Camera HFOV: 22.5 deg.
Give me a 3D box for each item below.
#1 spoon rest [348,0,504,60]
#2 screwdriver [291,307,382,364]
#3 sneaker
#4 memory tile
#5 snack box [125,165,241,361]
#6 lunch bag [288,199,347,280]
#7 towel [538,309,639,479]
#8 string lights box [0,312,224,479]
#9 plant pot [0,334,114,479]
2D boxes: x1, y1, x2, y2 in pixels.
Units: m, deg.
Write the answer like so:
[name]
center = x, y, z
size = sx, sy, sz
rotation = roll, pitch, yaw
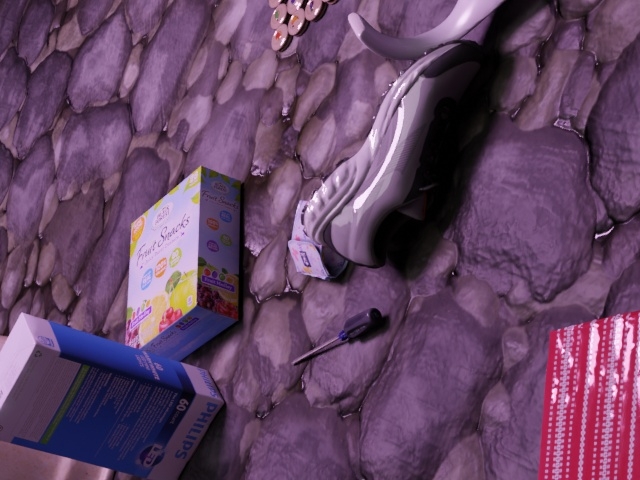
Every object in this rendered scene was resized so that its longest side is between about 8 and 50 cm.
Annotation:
[spoon rest]
center = 0.163, -0.279, 1.680
size = 0.276, 0.084, 0.137
rotation = -35, 33, 11
[screwdriver]
center = 0.016, 0.111, 1.770
size = 0.170, 0.025, 0.024
rotation = -39, 43, 52
[sneaker]
center = 0.096, -0.090, 1.703
size = 0.108, 0.100, 0.271
rotation = 37, 99, 23
[memory tile]
center = -0.020, -0.317, 2.066
size = 0.148, 0.012, 0.113
rotation = -37, 44, 40
[snack box]
center = -0.175, 0.037, 2.046
size = 0.174, 0.070, 0.207
rotation = -36, 43, 42
[lunch bag]
center = 0.000, 0.000, 1.819
size = 0.071, 0.053, 0.083
rotation = 14, 93, 59
[towel]
center = 0.281, 0.150, 1.327
size = 0.275, 0.031, 0.199
rotation = -17, 61, 54
[string lights box]
center = -0.259, 0.192, 1.904
size = 0.133, 0.259, 0.077
rotation = -59, 34, 15
[plant pot]
center = -0.477, 0.248, 2.161
size = 0.334, 0.305, 0.334
rotation = -34, 46, 44
